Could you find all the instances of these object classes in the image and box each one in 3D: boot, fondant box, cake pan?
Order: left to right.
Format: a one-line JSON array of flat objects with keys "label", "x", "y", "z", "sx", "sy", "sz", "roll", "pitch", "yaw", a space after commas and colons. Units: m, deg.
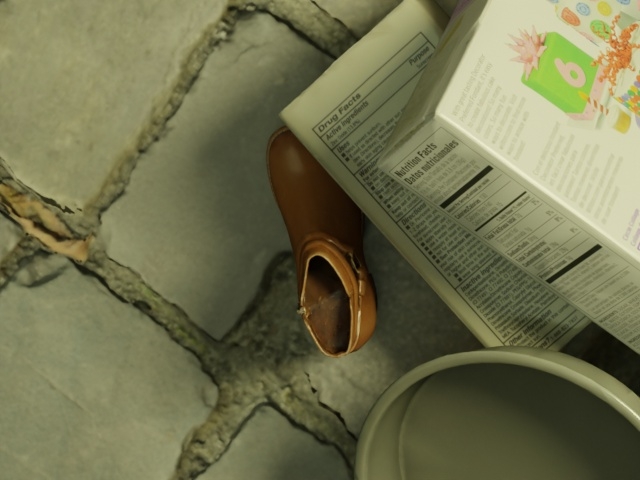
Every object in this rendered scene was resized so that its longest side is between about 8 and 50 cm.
[{"label": "boot", "x": 0.000, "y": 0.000, "z": 1.638, "sx": 0.073, "sy": 0.152, "sz": 0.197, "roll": -22, "pitch": 95, "yaw": 11}, {"label": "cake pan", "x": 0.170, "y": 0.209, "z": 1.593, "sx": 0.293, "sy": 0.054, "sz": 0.293, "roll": 12, "pitch": 120, "yaw": 22}, {"label": "fondant box", "x": 0.235, "y": -0.066, "z": 1.522, "sx": 0.330, "sy": 0.238, "sz": 0.096, "roll": 36, "pitch": 144, "yaw": -11}]

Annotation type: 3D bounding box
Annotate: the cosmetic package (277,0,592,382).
[{"label": "cosmetic package", "x": 0.124, "y": -0.049, "z": 1.626, "sx": 0.153, "sy": 0.129, "sz": 0.296, "roll": -40, "pitch": 92, "yaw": 13}]
